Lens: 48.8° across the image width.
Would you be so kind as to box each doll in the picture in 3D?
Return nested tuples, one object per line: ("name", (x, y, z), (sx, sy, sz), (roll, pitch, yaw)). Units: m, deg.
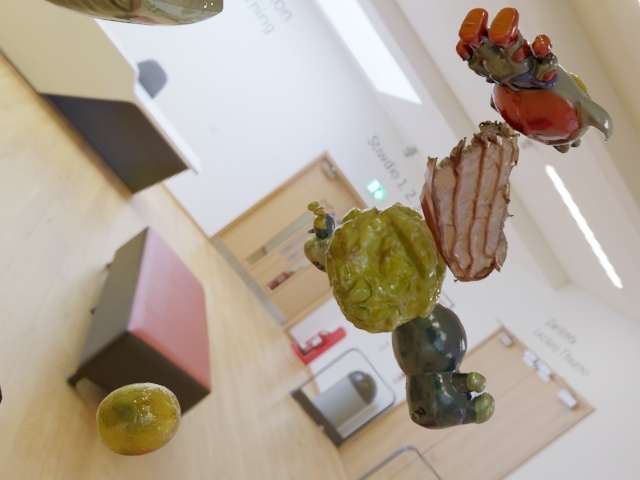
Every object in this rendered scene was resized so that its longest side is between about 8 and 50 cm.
("doll", (0.178, -0.125, 0.589), (0.104, 0.062, 0.195), (-6, -26, 38))
("doll", (0.000, 0.000, 1.632), (0.102, 0.089, 0.179), (-138, -151, -65))
("doll", (0.226, 0.248, 1.411), (0.228, 0.154, 0.258), (-28, -115, 57))

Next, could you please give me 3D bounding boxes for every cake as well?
("cake", (0.169, -0.042, 0.789), (0.287, 0.098, 0.135), (67, 9, -70))

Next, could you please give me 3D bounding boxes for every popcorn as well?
("popcorn", (0.097, 0.039, 1.056), (0.197, 0.197, 0.155), (53, -1, -2))

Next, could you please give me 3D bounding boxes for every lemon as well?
("lemon", (-0.418, 0.412, 1.629), (0.170, 0.207, 0.170), (-13, 90, -81))

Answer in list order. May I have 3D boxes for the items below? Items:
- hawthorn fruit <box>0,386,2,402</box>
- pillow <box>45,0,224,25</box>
("hawthorn fruit", (-0.547, 0.200, 0.991), (0.189, 0.189, 0.251), (53, -40, 19))
("pillow", (-0.358, -0.473, 1.338), (0.255, 0.119, 0.322), (11, 14, 18))
